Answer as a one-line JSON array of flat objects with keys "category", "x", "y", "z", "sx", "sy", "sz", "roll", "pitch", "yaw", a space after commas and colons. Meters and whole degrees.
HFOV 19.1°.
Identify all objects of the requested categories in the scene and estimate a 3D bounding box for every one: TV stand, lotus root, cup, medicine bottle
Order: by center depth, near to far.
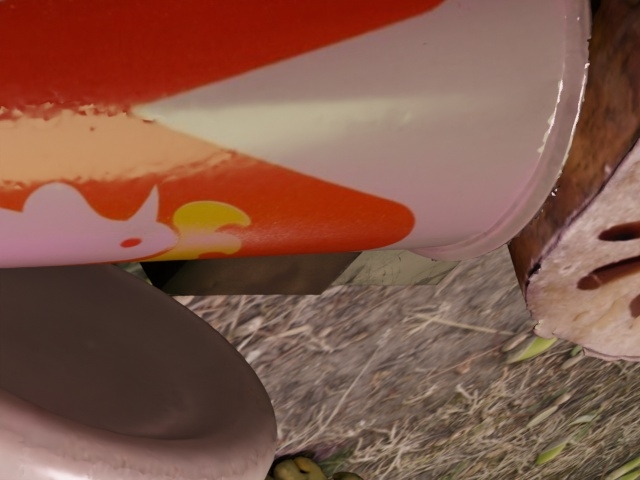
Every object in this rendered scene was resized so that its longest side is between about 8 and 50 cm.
[{"category": "cup", "x": -0.076, "y": -0.069, "z": 0.675, "sx": 0.288, "sy": 0.203, "sz": 0.203, "roll": -8, "pitch": 148, "yaw": -31}, {"category": "medicine bottle", "x": -0.183, "y": 0.196, "z": 0.884, "sx": 0.211, "sy": 0.211, "sz": 0.371, "roll": 1, "pitch": 121, "yaw": -52}, {"category": "lotus root", "x": 0.202, "y": -0.079, "z": 0.978, "sx": 0.272, "sy": 0.192, "sz": 0.272, "roll": -17, "pitch": 153, "yaw": -9}, {"category": "TV stand", "x": 0.000, "y": 0.000, "z": 1.061, "sx": 0.256, "sy": 0.040, "sz": 0.049, "roll": 1, "pitch": 139, "yaw": -52}]

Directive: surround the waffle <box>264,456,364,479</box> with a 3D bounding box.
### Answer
[{"category": "waffle", "x": -0.123, "y": 0.268, "z": 1.404, "sx": 0.317, "sy": 0.073, "sz": 0.297, "roll": 1, "pitch": 135, "yaw": -41}]
